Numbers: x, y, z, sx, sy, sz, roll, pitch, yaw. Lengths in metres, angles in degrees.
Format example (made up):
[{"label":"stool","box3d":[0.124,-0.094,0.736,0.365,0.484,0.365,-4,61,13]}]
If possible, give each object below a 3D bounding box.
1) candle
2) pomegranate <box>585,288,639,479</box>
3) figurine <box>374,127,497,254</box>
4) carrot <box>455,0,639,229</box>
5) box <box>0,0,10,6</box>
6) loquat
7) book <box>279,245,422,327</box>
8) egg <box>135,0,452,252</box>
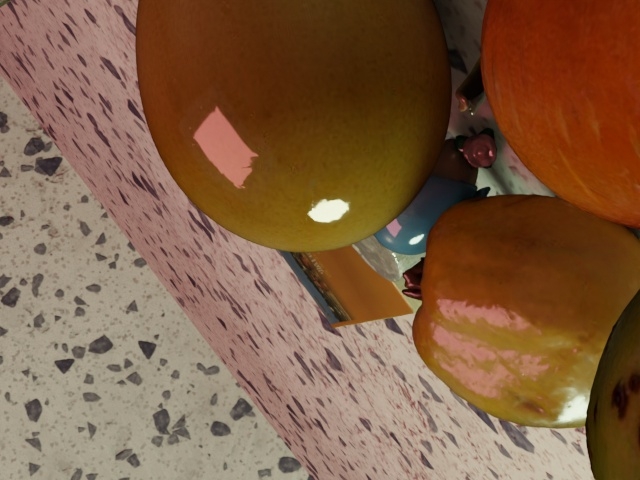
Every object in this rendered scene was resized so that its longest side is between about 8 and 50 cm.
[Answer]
[{"label":"candle","box3d":[0.049,-0.050,1.376,0.192,0.068,0.168,45,162,16]},{"label":"pomegranate","box3d":[0.256,0.135,0.706,0.291,0.323,0.291,40,-167,-12]},{"label":"figurine","box3d":[0.130,-0.034,1.133,0.178,0.144,0.114,32,-161,3]},{"label":"carrot","box3d":[0.183,-0.100,0.622,0.214,0.193,0.331,41,170,-20]},{"label":"box","box3d":[-0.261,-0.349,1.155,0.297,0.225,0.190,-16,112,45]},{"label":"loquat","box3d":[0.171,0.052,1.014,0.234,0.176,0.187,15,112,26]},{"label":"book","box3d":[0.000,0.000,1.700,0.262,0.028,0.374,54,164,-4]},{"label":"egg","box3d":[-0.024,-0.150,1.019,0.250,0.250,0.322,152,107,-75]}]
